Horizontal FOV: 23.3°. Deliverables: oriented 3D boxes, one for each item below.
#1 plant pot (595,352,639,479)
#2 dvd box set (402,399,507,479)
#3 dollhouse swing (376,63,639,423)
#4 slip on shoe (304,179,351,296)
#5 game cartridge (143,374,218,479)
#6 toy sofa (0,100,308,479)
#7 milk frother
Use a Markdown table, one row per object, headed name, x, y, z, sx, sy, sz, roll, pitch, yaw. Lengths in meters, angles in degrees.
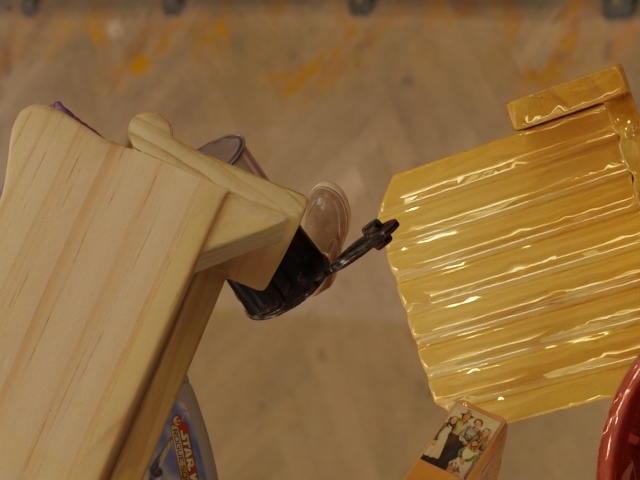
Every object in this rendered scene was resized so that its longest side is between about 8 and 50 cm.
| name | x | y | z | sx | sy | sz | roll | pitch | yaw |
| --- | --- | --- | --- | --- | --- | --- | --- | --- | --- |
| plant pot | 0.345 | 0.172 | 1.015 | 0.272 | 0.265 | 0.272 | -6 | 75 | 23 |
| dvd box set | 0.044 | 0.388 | 1.450 | 0.062 | 0.308 | 0.420 | 24 | 48 | 19 |
| dollhouse swing | 0.207 | 0.040 | 1.530 | 0.305 | 0.315 | 0.347 | -18 | 91 | 12 |
| slip on shoe | 0.000 | 0.000 | 1.712 | 0.051 | 0.041 | 0.135 | 20 | 123 | 14 |
| game cartridge | -0.186 | 0.232 | 1.460 | 0.062 | 0.198 | 0.297 | -23 | 77 | 48 |
| toy sofa | -0.156 | 0.110 | 0.904 | 0.150 | 0.177 | 0.363 | 117 | 175 | -68 |
| milk frother | -0.031 | -0.021 | 1.251 | 0.143 | 0.135 | 0.129 | -36 | 24 | -4 |
